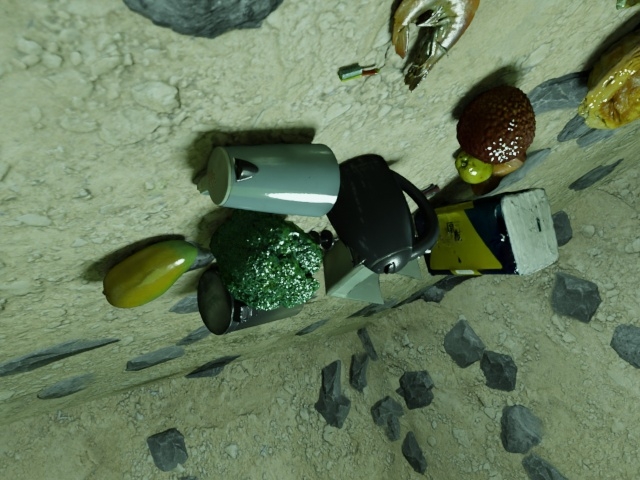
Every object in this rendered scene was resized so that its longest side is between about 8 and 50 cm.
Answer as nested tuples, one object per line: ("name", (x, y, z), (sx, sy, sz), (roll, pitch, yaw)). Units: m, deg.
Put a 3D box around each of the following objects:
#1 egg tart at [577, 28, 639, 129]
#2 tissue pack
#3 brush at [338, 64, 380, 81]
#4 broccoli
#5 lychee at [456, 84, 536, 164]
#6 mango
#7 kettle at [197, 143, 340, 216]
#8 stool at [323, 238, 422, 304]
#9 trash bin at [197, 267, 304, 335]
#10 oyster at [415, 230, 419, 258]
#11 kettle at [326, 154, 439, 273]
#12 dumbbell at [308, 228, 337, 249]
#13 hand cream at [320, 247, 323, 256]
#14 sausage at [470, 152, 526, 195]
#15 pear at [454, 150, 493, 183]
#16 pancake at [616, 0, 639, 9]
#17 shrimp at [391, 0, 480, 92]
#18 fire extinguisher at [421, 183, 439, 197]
("egg tart", (0.831, -0.445, 1.225), (0.351, 0.150, 0.352), (-17, 155, -8))
("tissue pack", (0.559, -0.022, 1.635), (0.253, 0.264, 0.416), (-16, -175, -29))
("brush", (0.074, -0.313, 0.869), (0.083, 0.019, 0.021), (-16, 150, -17))
("broccoli", (-0.138, 0.041, 1.217), (0.307, 0.308, 0.275), (-32, -163, 20))
("lychee", (0.429, -0.276, 1.144), (0.194, 0.195, 0.194), (-21, 160, -8))
("mango", (-0.422, 0.083, 1.165), (0.250, 0.114, 0.156), (-28, 153, 12))
("kettle", (-0.118, -0.127, 0.985), (0.243, 0.160, 0.210), (-2, 180, -33))
("stool", (0.178, 0.096, 1.698), (0.269, 0.171, 0.243), (14, 144, -26))
("trash bin", (-0.213, 0.176, 1.510), (0.301, 0.203, 0.252), (-5, -167, -45))
("oyster", (0.312, 0.044, 1.896), (0.350, 0.158, 0.162), (-13, -171, 18))
("kettle", (0.166, -0.060, 1.227), (0.268, 0.291, 0.207), (-22, 159, -10))
("dumbbell", (0.000, 0.000, 1.511), (0.147, 0.069, 0.069), (-6, 154, -40))
("hand cream", (-0.129, 0.039, 1.491), (0.335, 0.076, 0.121), (5, 145, -42))
("sausage", (0.561, -0.228, 1.520), (0.108, 0.109, 0.270), (-21, 164, -9))
("pear", (0.463, -0.225, 1.414), (0.131, 0.107, 0.107), (-6, 154, -35))
("pancake", (0.752, -0.611, 0.865), (0.304, 0.067, 0.427), (-1, 152, -32))
("shrimp", (0.189, -0.361, 0.826), (0.149, 0.068, 0.249), (-8, 153, -8))
("fire extinguisher", (0.355, -0.161, 1.569), (0.100, 0.032, 0.046), (-26, 172, -13))
